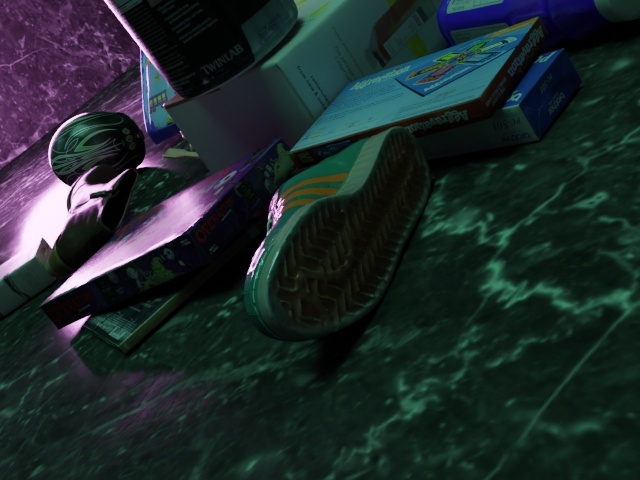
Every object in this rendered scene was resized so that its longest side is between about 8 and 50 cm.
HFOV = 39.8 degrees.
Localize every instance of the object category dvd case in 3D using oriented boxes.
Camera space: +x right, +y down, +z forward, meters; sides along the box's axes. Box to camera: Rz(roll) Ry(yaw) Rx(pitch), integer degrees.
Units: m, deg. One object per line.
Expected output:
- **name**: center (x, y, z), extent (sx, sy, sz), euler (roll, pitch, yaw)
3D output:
- **dvd case**: center (-0.181, 0.046, 1.080), extent (0.221, 0.018, 0.164), euler (-44, 21, -19)

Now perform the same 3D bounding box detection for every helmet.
- **helmet**: center (-0.444, -0.173, 1.735), extent (0.169, 0.170, 0.161), euler (-13, 13, 44)

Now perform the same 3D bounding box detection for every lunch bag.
- **lunch bag**: center (-0.258, -0.339, 1.815), extent (0.220, 0.138, 0.293), euler (-20, 50, 22)

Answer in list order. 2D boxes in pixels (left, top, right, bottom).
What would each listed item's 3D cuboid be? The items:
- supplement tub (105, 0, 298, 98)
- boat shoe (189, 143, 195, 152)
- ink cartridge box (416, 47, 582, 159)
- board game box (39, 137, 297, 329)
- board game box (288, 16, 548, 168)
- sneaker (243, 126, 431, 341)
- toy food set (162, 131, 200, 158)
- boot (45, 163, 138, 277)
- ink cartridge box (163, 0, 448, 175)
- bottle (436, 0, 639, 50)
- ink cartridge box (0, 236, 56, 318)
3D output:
- **supplement tub**: center (-0.186, -0.348, 1.072), extent (0.193, 0.316, 0.194), euler (-30, 23, 14)
- **boat shoe**: center (-0.215, -0.200, 1.604), extent (0.048, 0.056, 0.153), euler (-32, 30, 8)
- **ink cartridge box**: center (0.158, -0.134, 0.923), extent (0.207, 0.046, 0.097), euler (-4, 38, 52)
- **board game box**: center (-0.197, -0.004, 1.116), extent (0.346, 0.056, 0.208), euler (-23, 17, 43)
- **board game box**: center (0.096, -0.153, 0.951), extent (0.281, 0.027, 0.145), euler (-9, 37, 49)
- **sneaker**: center (0.000, 0.000, 0.803), extent (0.121, 0.108, 0.302), euler (-20, 18, 36)
- **toy food set**: center (-0.180, -0.198, 1.496), extent (0.132, 0.039, 0.192), euler (4, 35, 14)
- **boot**: center (-0.336, -0.062, 1.404), extent (0.206, 0.090, 0.249), euler (-32, 31, 41)
- **ink cartridge box**: center (0.008, -0.263, 1.257), extent (0.279, 0.160, 0.385), euler (-8, 34, 51)
- **bottle**: center (0.251, -0.271, 1.010), extent (0.118, 0.092, 0.283), euler (-42, 22, -16)
- **ink cartridge box**: center (-0.497, 0.066, 1.448), extent (0.135, 0.056, 0.099), euler (-34, 22, 3)
